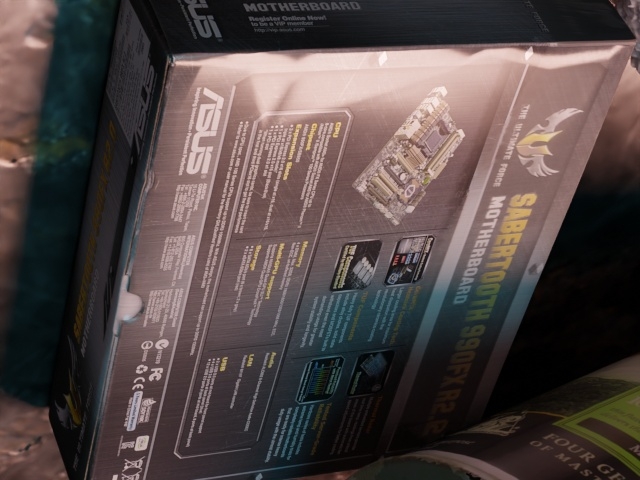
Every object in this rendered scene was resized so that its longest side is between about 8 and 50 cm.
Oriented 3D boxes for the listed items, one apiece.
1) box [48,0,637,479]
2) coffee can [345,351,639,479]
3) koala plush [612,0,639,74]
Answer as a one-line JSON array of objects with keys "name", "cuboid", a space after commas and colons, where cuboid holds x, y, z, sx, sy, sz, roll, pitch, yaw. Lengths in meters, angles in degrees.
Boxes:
[{"name": "box", "cuboid": [0.000, 0.000, 0.666, 0.183, 0.056, 0.231, -6, 134, -24]}, {"name": "coffee can", "cuboid": [0.161, 0.145, 0.729, 0.275, 0.201, 0.201, -18, 141, -37]}, {"name": "koala plush", "cuboid": [0.213, -0.075, 0.577, 0.196, 0.221, 0.203, -9, 135, -20]}]
